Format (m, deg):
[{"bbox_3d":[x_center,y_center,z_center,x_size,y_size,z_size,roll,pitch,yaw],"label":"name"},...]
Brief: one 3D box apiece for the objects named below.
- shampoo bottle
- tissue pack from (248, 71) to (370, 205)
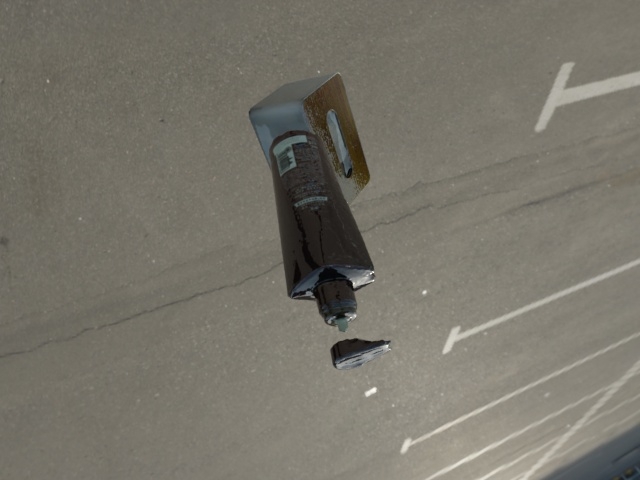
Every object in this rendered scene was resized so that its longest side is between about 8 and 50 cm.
[{"bbox_3d":[0.002,0.000,0.444,0.067,0.236,0.068,16,137,-38],"label":"shampoo bottle"},{"bbox_3d":[-0.016,-0.190,1.002,0.159,0.136,0.246,-51,131,-41],"label":"tissue pack"}]
